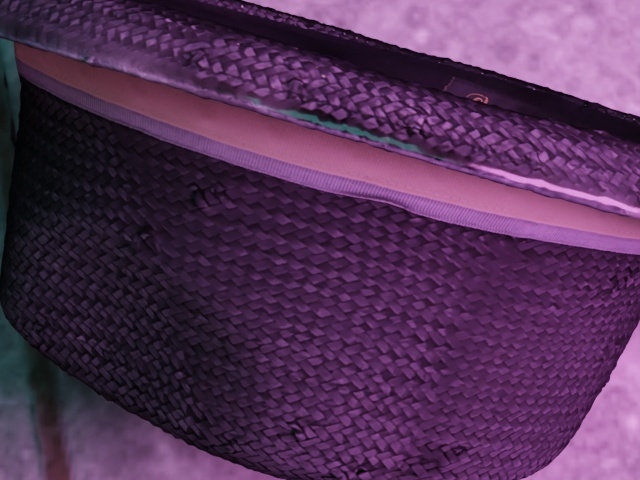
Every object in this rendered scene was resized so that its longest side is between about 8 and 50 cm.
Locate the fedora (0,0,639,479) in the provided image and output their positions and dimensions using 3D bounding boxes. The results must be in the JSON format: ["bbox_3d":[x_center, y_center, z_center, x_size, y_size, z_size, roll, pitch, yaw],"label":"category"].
[{"bbox_3d":[0.000,0.000,0.552,0.334,0.334,0.152,15,100,-2],"label":"fedora"}]
